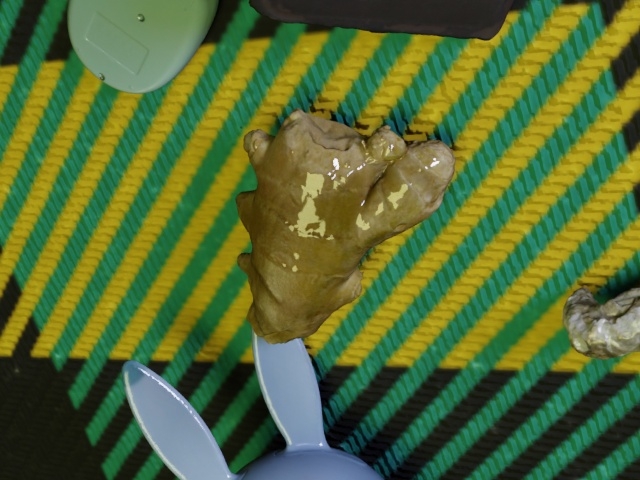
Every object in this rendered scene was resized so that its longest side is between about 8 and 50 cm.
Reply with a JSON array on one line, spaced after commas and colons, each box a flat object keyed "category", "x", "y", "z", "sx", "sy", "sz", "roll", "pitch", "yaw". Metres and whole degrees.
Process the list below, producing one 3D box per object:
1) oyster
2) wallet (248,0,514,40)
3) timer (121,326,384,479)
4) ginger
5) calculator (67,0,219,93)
[{"category": "oyster", "x": 0.249, "y": 0.042, "z": 0.774, "sx": 0.106, "sy": 0.061, "sz": 0.200, "roll": 47, "pitch": 130, "yaw": -12}, {"category": "wallet", "x": 0.069, "y": -0.220, "z": 0.628, "sx": 0.165, "sy": 0.042, "sz": 0.309, "roll": 1, "pitch": 142, "yaw": -20}, {"category": "timer", "x": -0.034, "y": 0.191, "z": 0.990, "sx": 0.175, "sy": 0.175, "sz": 0.255, "roll": -42, "pitch": 71, "yaw": 41}, {"category": "ginger", "x": -0.008, "y": -0.010, "z": 0.854, "sx": 0.115, "sy": 0.081, "sz": 0.205, "roll": 18, "pitch": 129, "yaw": -28}, {"category": "calculator", "x": -0.115, "y": -0.156, "z": 0.842, "sx": 0.095, "sy": 0.021, "sz": 0.153, "roll": 36, "pitch": 135, "yaw": -1}]
